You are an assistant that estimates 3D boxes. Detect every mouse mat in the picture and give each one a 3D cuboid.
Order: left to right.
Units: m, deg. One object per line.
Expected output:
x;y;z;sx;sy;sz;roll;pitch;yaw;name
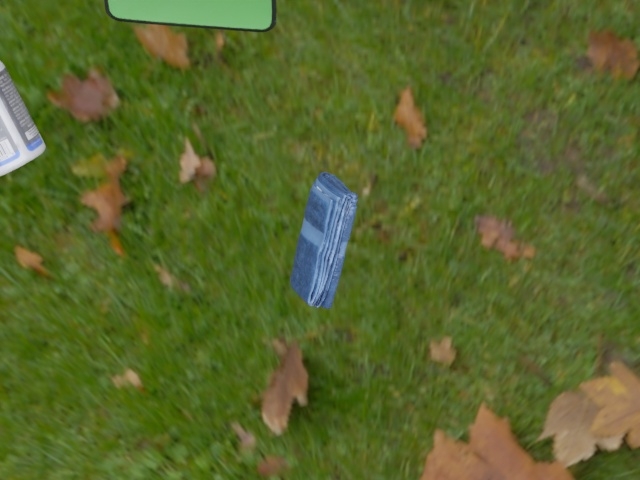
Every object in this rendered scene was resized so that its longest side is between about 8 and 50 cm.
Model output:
-0.113;-0.247;1.357;0.153;0.189;0.007;5;53;3;mouse mat

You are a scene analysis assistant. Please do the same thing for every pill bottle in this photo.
-0.346;-0.138;1.663;0.078;0.078;0.137;-26;105;-5;pill bottle

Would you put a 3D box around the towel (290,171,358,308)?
0.000;0.000;1.529;0.029;0.067;0.119;2;112;-28;towel
